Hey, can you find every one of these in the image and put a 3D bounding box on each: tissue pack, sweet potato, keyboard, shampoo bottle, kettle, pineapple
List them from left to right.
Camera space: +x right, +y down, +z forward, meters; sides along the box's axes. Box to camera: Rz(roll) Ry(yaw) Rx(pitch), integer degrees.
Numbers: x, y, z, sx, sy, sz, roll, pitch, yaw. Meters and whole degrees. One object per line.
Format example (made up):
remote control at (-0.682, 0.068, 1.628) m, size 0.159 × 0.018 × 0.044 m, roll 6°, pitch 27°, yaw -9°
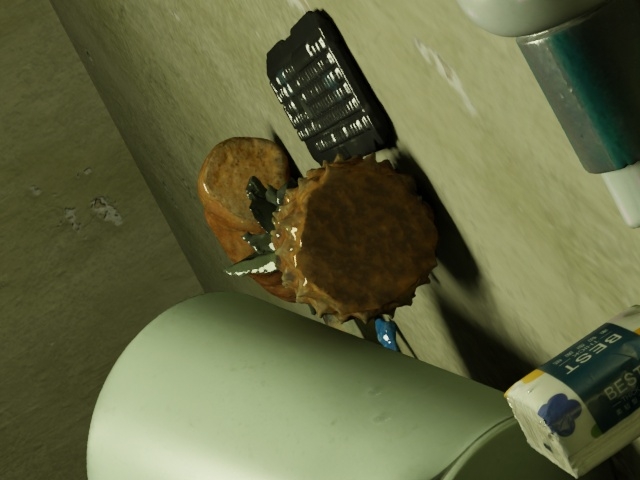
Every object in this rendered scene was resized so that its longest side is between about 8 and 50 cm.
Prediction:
sweet potato at (-0.047, -0.007, 1.624) m, size 0.097 × 0.097 × 0.252 m, roll 54°, pitch 174°, yaw 34°
keyboard at (0.000, -0.101, 1.247) m, size 0.106 × 0.016 × 0.262 m, roll 59°, pitch 172°, yaw -3°
pineapple at (0.000, 0.000, 1.238) m, size 0.277 × 0.130 × 0.119 m, roll 179°, pitch 73°, yaw -82°
kettle at (0.030, 0.184, 1.160) m, size 0.318 × 0.205 × 0.265 m, roll 14°, pitch 140°, yaw 46°
shampoo bottle at (0.081, -0.092, 0.593) m, size 0.192 × 0.074 × 0.074 m, roll 62°, pitch 171°, yaw -12°
tissue pack at (0.135, 0.068, 0.815) m, size 0.042 × 0.083 × 0.062 m, roll 59°, pitch 172°, yaw -12°

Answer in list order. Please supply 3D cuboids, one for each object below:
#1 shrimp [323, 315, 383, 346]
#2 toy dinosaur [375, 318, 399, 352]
shrimp at (0.021, 0.080, 1.657) m, size 0.262 × 0.051 × 0.198 m, roll 60°, pitch 173°, yaw -29°
toy dinosaur at (0.113, 0.208, 1.461) m, size 0.329 × 0.076 × 0.144 m, roll 51°, pitch 136°, yaw 49°
